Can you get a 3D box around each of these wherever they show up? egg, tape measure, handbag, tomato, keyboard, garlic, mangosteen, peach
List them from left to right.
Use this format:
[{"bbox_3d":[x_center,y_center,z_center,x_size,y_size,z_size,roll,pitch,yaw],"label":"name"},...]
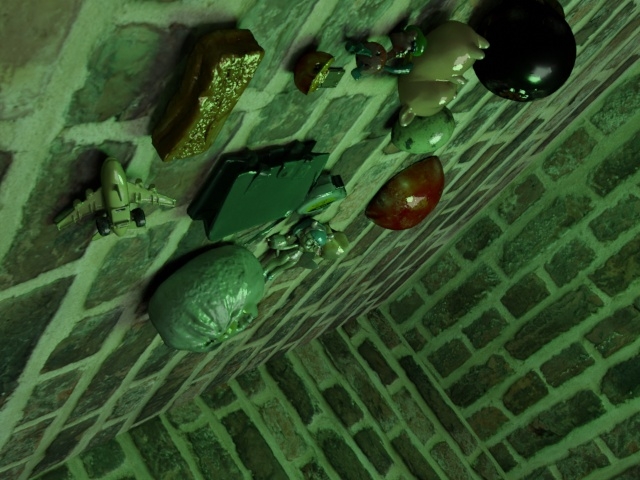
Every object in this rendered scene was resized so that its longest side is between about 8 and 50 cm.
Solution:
[{"bbox_3d":[-0.140,-0.125,1.605,0.326,0.089,0.238,-19,155,-47],"label":"handbag"},{"bbox_3d":[-0.087,-0.095,1.852,0.330,0.084,0.164,-24,164,1],"label":"tape measure"},{"bbox_3d":[-0.017,-0.335,1.317,0.098,0.061,0.098,-51,-178,2],"label":"peach"},{"bbox_3d":[0.002,-0.344,1.418,0.129,0.015,0.049,-17,150,-49],"label":"keyboard"},{"bbox_3d":[0.004,0.009,2.232,0.174,0.124,0.099,-12,-176,10],"label":"garlic"},{"bbox_3d":[0.328,-0.142,2.431,0.338,0.144,0.338,-33,161,-13],"label":"tomato"},{"bbox_3d":[0.282,-0.312,1.864,0.181,0.141,0.141,-21,166,10],"label":"egg"},{"bbox_3d":[0.516,-0.505,1.682,0.275,0.274,0.302,30,77,-73],"label":"mangosteen"}]

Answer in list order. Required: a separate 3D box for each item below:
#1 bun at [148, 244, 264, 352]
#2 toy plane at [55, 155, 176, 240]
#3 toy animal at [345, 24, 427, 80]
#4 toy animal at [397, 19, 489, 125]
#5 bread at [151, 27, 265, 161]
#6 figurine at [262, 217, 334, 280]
[{"bbox_3d":[-0.304,0.175,1.873,0.361,0.211,0.362,-33,160,-13],"label":"bun"},{"bbox_3d":[-0.381,-0.070,1.255,0.228,0.092,0.244,-14,159,-21],"label":"toy plane"},{"bbox_3d":[0.140,-0.390,1.412,0.208,0.103,0.100,-23,160,-38],"label":"toy animal"},{"bbox_3d":[0.268,-0.397,1.568,0.250,0.154,0.166,-58,177,41],"label":"toy animal"},{"bbox_3d":[-0.196,-0.248,1.159,0.139,0.077,0.271,-26,163,-44],"label":"bread"},{"bbox_3d":[-0.098,0.019,2.109,0.260,0.103,0.205,-39,128,15],"label":"figurine"}]
